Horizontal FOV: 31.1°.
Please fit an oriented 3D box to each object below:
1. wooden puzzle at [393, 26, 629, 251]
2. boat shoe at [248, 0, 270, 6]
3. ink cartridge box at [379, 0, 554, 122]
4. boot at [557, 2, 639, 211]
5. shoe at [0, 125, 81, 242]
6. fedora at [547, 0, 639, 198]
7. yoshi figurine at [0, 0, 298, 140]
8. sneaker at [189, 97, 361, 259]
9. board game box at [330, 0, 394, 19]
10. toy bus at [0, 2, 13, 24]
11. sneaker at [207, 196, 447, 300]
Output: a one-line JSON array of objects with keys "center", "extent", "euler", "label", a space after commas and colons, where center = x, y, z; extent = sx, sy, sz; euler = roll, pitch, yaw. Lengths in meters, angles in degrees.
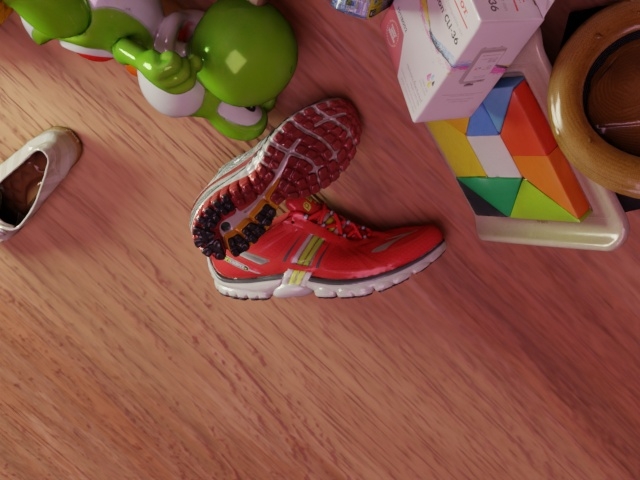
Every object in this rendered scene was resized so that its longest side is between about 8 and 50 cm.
[{"center": [0.179, -0.095, 1.147], "extent": [0.221, 0.044, 0.238], "euler": [6, 128, 58], "label": "wooden puzzle"}, {"center": [-0.048, -0.392, 1.054], "extent": [0.123, 0.123, 0.342], "euler": [18, 116, 6], "label": "boat shoe"}, {"center": [0.128, -0.206, 1.022], "extent": [0.067, 0.115, 0.198], "euler": [-7, 155, -23], "label": "ink cartridge box"}, {"center": [0.475, -0.080, 1.077], "extent": [0.445, 0.146, 0.367], "euler": [-11, 108, 18], "label": "boot"}, {"center": [-0.371, -0.058, 1.385], "extent": [0.076, 0.058, 0.219], "euler": [43, 122, -11], "label": "shoe"}, {"center": [0.296, -0.118, 0.988], "extent": [0.194, 0.079, 0.194], "euler": [-3, 82, 19], "label": "fedora"}, {"center": [-0.163, -0.233, 1.137], "extent": [0.362, 0.203, 0.203], "euler": [32, 95, -29], "label": "yoshi figurine"}, {"center": [-0.056, -0.080, 1.245], "extent": [0.225, 0.093, 0.088], "euler": [-37, 117, 0], "label": "sneaker"}, {"center": [0.057, -0.313, 1.060], "extent": [0.060, 0.194, 0.194], "euler": [16, 108, 7], "label": "board game box"}, {"center": [-0.443, -0.279, 1.241], "extent": [0.220, 0.149, 0.211], "euler": [20, 139, 6], "label": "toy bus"}, {"center": [0.000, 0.000, 1.293], "extent": [0.279, 0.107, 0.118], "euler": [-6, 104, 14], "label": "sneaker"}]
